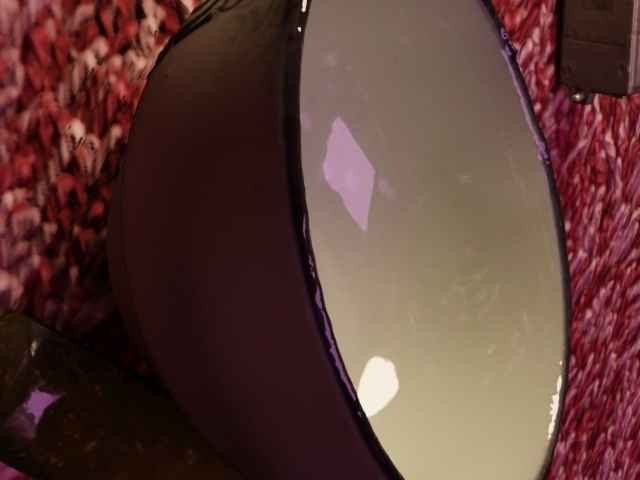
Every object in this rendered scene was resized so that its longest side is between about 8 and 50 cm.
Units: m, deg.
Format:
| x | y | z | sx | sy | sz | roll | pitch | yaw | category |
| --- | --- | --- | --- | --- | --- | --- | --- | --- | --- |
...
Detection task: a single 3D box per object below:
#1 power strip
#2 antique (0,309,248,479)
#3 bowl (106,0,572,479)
| x | y | z | sx | sy | sz | roll | pitch | yaw | category |
| --- | --- | --- | --- | --- | --- | --- | --- | --- | --- |
| 0.242 | -0.244 | 1.059 | 0.052 | 0.078 | 0.272 | -23 | 121 | -43 | power strip |
| -0.127 | 0.119 | 0.789 | 0.221 | 0.080 | 0.081 | 38 | 78 | -49 | antique |
| 0.000 | 0.000 | 0.761 | 0.354 | 0.185 | 0.354 | 27 | 58 | -55 | bowl |
